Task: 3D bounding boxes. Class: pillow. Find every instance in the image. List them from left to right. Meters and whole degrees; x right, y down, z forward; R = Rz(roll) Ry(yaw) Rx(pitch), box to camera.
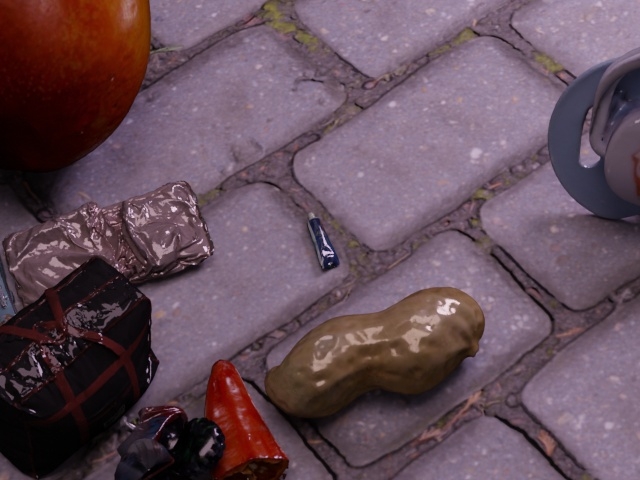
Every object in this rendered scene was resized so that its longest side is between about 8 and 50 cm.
[{"bbox_3d":[-0.263,0.005,1.884,0.248,0.049,0.135,-19,58,-5],"label":"pillow"}]

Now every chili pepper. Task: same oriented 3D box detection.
[{"bbox_3d":[-0.096,0.200,1.716,0.088,0.065,0.169,-14,50,-6],"label":"chili pepper"}]

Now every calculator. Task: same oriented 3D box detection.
[{"bbox_3d":[-0.398,0.078,1.862,0.057,0.018,0.172,-21,56,-8],"label":"calculator"}]

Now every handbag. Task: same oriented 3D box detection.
[{"bbox_3d":[-0.284,0.139,1.709,0.155,0.169,0.215,34,62,26],"label":"handbag"}]

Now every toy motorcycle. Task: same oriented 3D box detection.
[{"bbox_3d":[-0.205,0.255,1.662,0.213,0.082,0.122,-40,38,-6],"label":"toy motorcycle"}]

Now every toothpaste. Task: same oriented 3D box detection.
[{"bbox_3d":[0.000,0.000,1.881,0.027,0.019,0.083,-7,55,-22],"label":"toothpaste"}]

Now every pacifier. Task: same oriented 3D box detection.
[{"bbox_3d":[0.431,-0.141,1.848,0.299,0.244,0.233,10,25,11],"label":"pacifier"}]

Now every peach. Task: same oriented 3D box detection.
[{"bbox_3d":[-0.384,-0.266,1.912,0.388,0.388,0.388,-3,53,3],"label":"peach"}]

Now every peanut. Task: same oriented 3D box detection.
[{"bbox_3d":[0.063,0.127,1.729,0.263,0.101,0.117,-15,34,-5],"label":"peanut"}]
